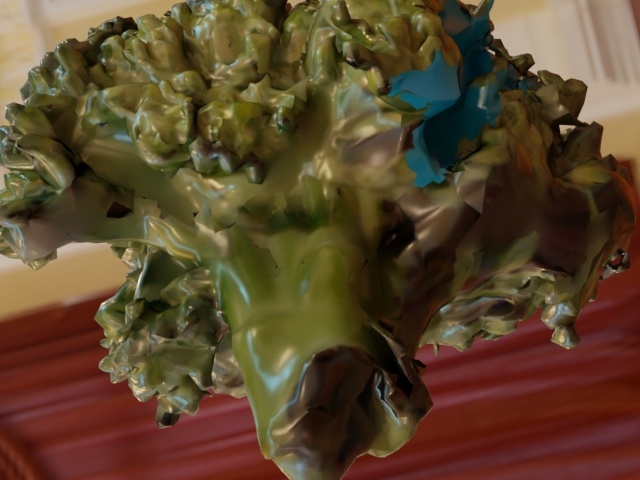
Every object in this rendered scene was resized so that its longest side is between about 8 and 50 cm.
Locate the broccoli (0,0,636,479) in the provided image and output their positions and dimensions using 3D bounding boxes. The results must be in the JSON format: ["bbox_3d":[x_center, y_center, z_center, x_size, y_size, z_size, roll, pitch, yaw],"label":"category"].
[{"bbox_3d":[0.000,0.000,0.512,0.167,0.154,0.160,39,-160,-33],"label":"broccoli"}]
